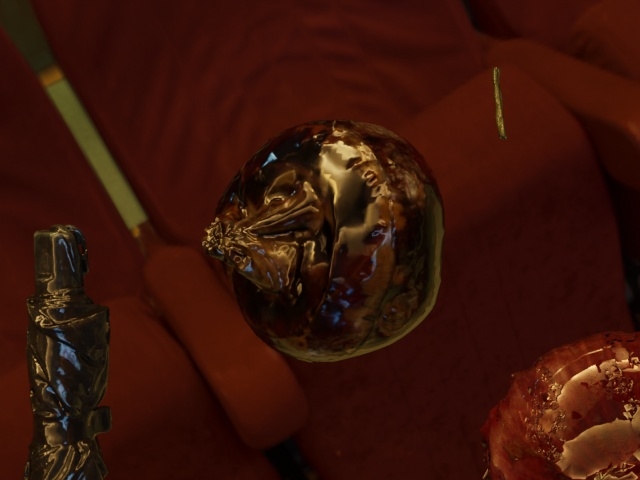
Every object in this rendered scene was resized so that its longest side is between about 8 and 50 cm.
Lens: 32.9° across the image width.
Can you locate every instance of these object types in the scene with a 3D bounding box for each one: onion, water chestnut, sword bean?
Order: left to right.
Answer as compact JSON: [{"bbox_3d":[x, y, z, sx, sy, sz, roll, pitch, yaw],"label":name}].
[{"bbox_3d":[0.000,0.000,0.972,0.223,0.238,0.224,-2,87,40],"label":"water chestnut"},{"bbox_3d":[0.179,-0.137,1.083,0.012,0.012,0.083,-8,66,13],"label":"sword bean"},{"bbox_3d":[0.198,0.156,0.725,0.184,0.184,0.147,-16,29,6],"label":"onion"}]

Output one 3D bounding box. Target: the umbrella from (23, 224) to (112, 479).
[{"bbox_3d":[-0.184,0.106,0.773,0.059,0.236,0.066,1,5,26],"label":"umbrella"}]
